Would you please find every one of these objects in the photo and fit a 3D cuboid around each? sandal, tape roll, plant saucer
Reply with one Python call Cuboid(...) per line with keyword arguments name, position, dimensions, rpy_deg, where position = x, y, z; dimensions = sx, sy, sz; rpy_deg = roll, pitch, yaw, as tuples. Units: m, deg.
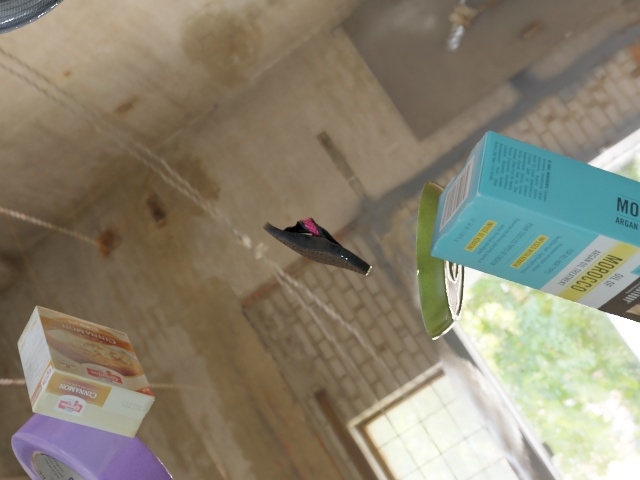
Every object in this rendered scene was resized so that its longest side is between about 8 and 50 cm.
Cuboid(name="sandal", position=(0.000, 0.000, 1.055), dimensions=(0.067, 0.040, 0.179), rpy_deg=(33, 170, -38))
Cuboid(name="tape roll", position=(-0.355, 0.370, 1.449), dimensions=(0.275, 0.275, 0.090), rpy_deg=(53, -127, -15))
Cuboid(name="plant saucer", position=(0.186, 0.028, 1.378), dimensions=(0.241, 0.037, 0.241), rpy_deg=(-1, -90, -72))

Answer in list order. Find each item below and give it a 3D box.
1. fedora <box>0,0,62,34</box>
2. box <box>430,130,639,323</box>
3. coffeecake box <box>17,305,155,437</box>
Cuboid(name="fedora", position=(-0.351, -0.331, 0.894), dimensions=(0.124, 0.275, 0.244), rpy_deg=(-54, -59, -75))
Cuboid(name="box", position=(0.215, 0.003, 0.694), dimensions=(0.100, 0.244, 0.060), rpy_deg=(118, 169, -59))
Cuboid(name="coffeecake box", position=(-0.320, 0.174, 1.238), dimensions=(0.142, 0.068, 0.185), rpy_deg=(23, -169, -31))
